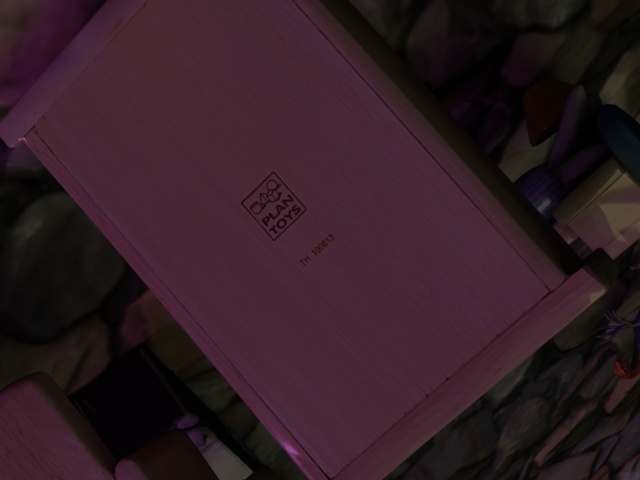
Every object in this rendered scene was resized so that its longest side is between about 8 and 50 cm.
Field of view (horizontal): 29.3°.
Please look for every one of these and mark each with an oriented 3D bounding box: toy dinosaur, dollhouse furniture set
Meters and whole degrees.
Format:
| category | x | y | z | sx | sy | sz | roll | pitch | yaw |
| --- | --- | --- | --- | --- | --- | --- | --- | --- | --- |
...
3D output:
| category | x | y | z | sx | sy | sz | roll | pitch | yaw |
| --- | --- | --- | --- | --- | --- | --- | --- | --- | --- |
| toy dinosaur | 0.236 | 0.058 | 0.881 | 0.047 | 0.090 | 0.082 | 14 | 72 | -60 |
| dollhouse furniture set | 0.000 | 0.000 | 0.592 | 0.286 | 0.198 | 0.303 | -43 | 172 | 18 |

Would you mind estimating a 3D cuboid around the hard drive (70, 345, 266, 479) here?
| category | x | y | z | sx | sy | sz | roll | pitch | yaw |
| --- | --- | --- | --- | --- | --- | --- | --- | --- | --- |
| hard drive | -0.167 | 0.232 | 0.686 | 0.339 | 0.064 | 0.237 | -39 | 144 | -6 |
